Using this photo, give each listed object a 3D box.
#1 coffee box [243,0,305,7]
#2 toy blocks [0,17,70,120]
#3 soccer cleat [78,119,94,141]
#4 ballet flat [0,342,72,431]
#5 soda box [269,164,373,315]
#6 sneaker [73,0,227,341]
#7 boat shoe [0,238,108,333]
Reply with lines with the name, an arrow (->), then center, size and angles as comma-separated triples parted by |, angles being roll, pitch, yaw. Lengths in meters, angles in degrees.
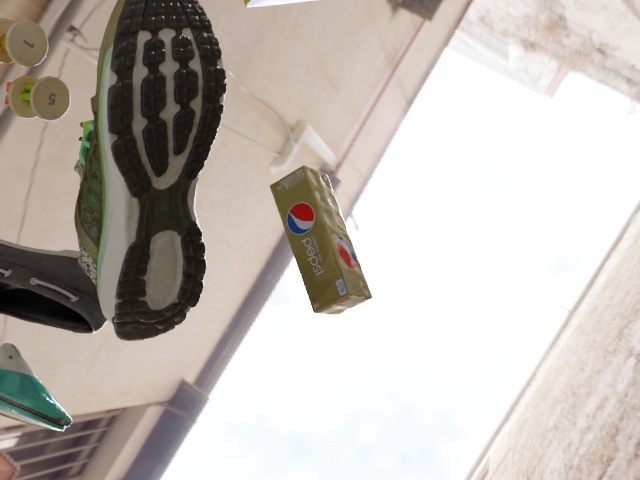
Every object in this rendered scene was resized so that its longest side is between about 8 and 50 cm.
coffee box -> 0.040, -0.601, 1.244 | 0.334, 0.337, 0.338 | -16, -90, -31
toy blocks -> -0.380, -0.209, 0.962 | 0.148, 0.123, 0.054 | 15, -139, 38
soccer cleat -> -0.343, -0.182, 1.343 | 0.072, 0.179, 0.060 | 9, -76, 6
ballet flat -> -0.405, 0.155, 0.932 | 0.247, 0.083, 0.087 | 14, -117, -1
soda box -> 0.000, 0.000, 0.995 | 0.058, 0.061, 0.181 | -28, -111, 24
sneaker -> -0.230, -0.095, 0.897 | 0.182, 0.158, 0.411 | 24, -66, 34
boat shoe -> -0.427, 0.063, 1.085 | 0.335, 0.112, 0.096 | 4, -131, 16
